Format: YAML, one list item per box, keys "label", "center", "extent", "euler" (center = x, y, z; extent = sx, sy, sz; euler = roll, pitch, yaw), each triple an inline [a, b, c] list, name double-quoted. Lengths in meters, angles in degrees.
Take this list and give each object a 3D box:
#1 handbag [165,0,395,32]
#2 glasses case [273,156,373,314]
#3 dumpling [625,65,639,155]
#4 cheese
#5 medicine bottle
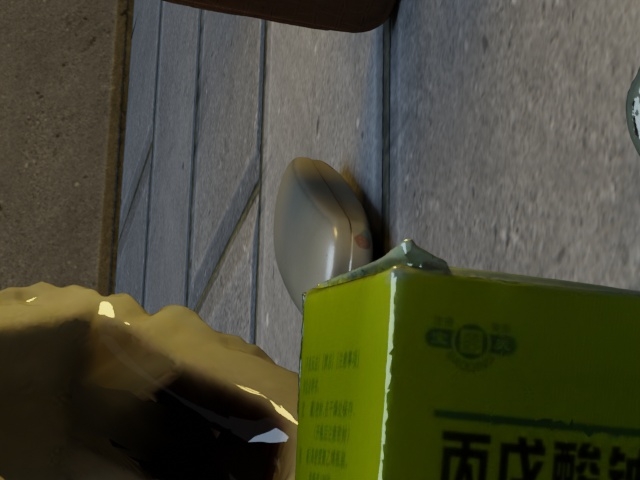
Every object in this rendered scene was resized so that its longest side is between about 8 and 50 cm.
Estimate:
- label: "handbag"
  center: [-0.035, -0.220, 1.099]
  extent: [0.072, 0.193, 0.151]
  euler: [-106, 28, -57]
- label: "glasses case"
  center: [0.000, 0.000, 1.162]
  extent: [0.204, 0.051, 0.081]
  euler: [-116, 35, -69]
- label: "dumpling"
  center: [0.135, -0.043, 0.591]
  extent: [0.052, 0.057, 0.076]
  euler: [-28, 76, 32]
- label: "cheese"
  center: [-0.144, 0.164, 1.064]
  extent: [0.292, 0.332, 0.153]
  euler: [-32, -36, -53]
- label: "medicine bottle"
  center: [0.060, 0.134, 0.603]
  extent: [0.141, 0.137, 0.250]
  euler: [157, 119, -78]
